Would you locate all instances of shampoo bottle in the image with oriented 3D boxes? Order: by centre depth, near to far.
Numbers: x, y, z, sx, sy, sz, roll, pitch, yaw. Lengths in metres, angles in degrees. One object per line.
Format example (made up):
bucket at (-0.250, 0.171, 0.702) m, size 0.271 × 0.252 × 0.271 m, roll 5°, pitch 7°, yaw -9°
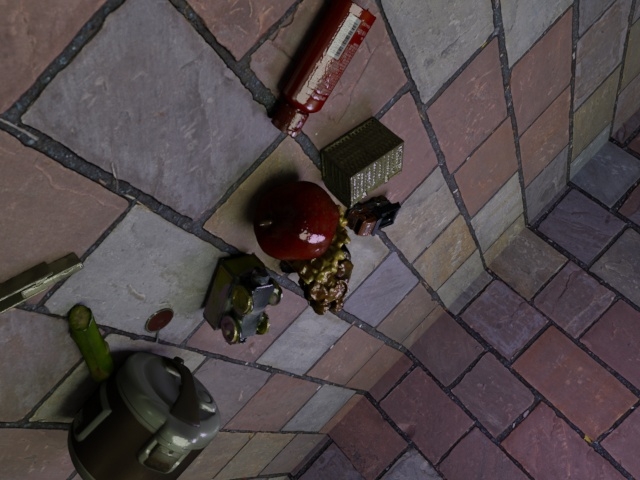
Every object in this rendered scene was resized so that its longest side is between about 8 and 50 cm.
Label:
shampoo bottle at (-0.001, -0.375, 1.281) m, size 0.118 × 0.076 × 0.314 m, roll 1°, pitch 128°, yaw -56°

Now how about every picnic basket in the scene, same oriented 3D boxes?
picnic basket at (0.113, -0.205, 1.605) m, size 0.196 × 0.134 × 0.154 m, roll -36°, pitch 152°, yaw -19°

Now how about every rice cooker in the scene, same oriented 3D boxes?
rice cooker at (-0.452, 0.478, 1.544) m, size 0.325 × 0.335 × 0.335 m, roll -47°, pitch 152°, yaw 5°

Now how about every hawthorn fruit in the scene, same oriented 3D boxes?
hawthorn fruit at (-0.073, -0.051, 1.498) m, size 0.250 × 0.215 × 0.215 m, roll 1°, pitch 128°, yaw -49°

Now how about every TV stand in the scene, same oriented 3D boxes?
TV stand at (-0.587, 0.095, 1.148) m, size 0.249 × 0.036 × 0.042 m, roll -31°, pitch 147°, yaw -25°

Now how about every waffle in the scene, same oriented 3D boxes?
waffle at (0.000, 0.000, 1.629) m, size 0.219 × 0.229 × 0.057 m, roll -49°, pitch 134°, yaw 1°

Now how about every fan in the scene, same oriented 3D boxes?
fan at (-0.432, 0.231, 1.574) m, size 0.085 × 0.005 × 0.133 m, roll -21°, pitch 143°, yaw -40°

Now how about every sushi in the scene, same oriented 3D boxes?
sushi at (0.006, 0.096, 1.783) m, size 0.200 × 0.204 × 0.213 m, roll -18°, pitch 136°, yaw -35°

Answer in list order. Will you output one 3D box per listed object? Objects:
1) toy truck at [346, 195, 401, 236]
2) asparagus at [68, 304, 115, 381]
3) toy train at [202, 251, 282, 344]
toy truck at (0.174, -0.078, 1.899) m, size 0.192 × 0.092 × 0.083 m, roll -20°, pitch 144°, yaw -39°
asparagus at (-0.541, 0.251, 1.395) m, size 0.067 × 0.060 × 0.277 m, roll -22°, pitch 145°, yaw -20°
toy train at (-0.215, 0.162, 1.596) m, size 0.134 × 0.177 × 0.260 m, roll -13°, pitch 138°, yaw -46°
